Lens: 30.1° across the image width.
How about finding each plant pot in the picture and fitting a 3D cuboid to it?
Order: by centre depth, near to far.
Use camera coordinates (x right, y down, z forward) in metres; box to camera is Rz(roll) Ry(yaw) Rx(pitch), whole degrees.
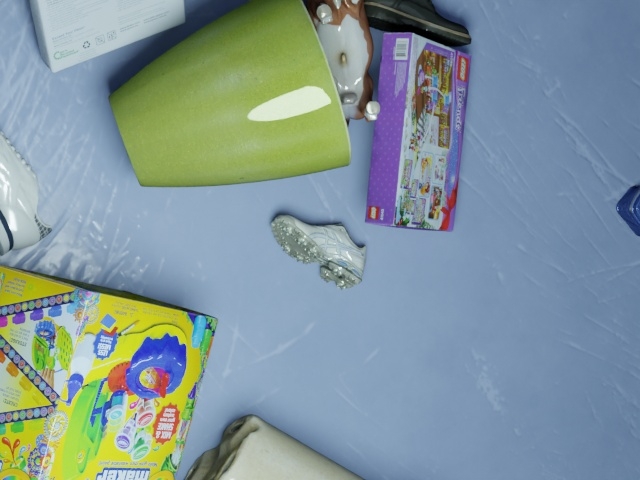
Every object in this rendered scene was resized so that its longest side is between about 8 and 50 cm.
[{"bbox_3d":[-0.140,-0.187,1.696,0.293,0.275,0.275,-20,102,-5],"label":"plant pot"},{"bbox_3d":[-0.051,0.428,1.746,0.305,0.334,0.334,40,77,-10],"label":"plant pot"}]

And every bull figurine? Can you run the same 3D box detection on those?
[{"bbox_3d":[0.025,-0.317,1.791,0.101,0.188,0.310,-13,105,-1],"label":"bull figurine"}]

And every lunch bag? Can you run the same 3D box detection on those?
[{"bbox_3d":[0.585,-0.048,2.117,0.098,0.065,0.067,44,76,-20],"label":"lunch bag"}]

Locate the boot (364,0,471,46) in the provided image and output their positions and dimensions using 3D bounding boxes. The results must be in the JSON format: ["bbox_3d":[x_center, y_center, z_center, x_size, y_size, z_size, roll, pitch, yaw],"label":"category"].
[{"bbox_3d":[0.162,-0.394,1.902,0.198,0.077,0.137,14,83,-26],"label":"boot"}]

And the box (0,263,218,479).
[{"bbox_3d":[-0.318,0.201,1.595,0.290,0.177,0.279,19,85,-60],"label":"box"}]

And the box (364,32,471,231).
[{"bbox_3d":[0.155,-0.164,1.869,0.201,0.057,0.293,5,91,-56],"label":"box"}]

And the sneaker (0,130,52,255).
[{"bbox_3d":[-0.449,-0.099,1.645,0.095,0.090,0.235,-25,107,-34],"label":"sneaker"}]

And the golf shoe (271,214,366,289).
[{"bbox_3d":[0.000,0.000,1.867,0.176,0.069,0.086,38,58,-25],"label":"golf shoe"}]

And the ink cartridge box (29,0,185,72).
[{"bbox_3d":[-0.296,-0.365,1.636,0.223,0.045,0.224,-26,140,-26],"label":"ink cartridge box"}]
